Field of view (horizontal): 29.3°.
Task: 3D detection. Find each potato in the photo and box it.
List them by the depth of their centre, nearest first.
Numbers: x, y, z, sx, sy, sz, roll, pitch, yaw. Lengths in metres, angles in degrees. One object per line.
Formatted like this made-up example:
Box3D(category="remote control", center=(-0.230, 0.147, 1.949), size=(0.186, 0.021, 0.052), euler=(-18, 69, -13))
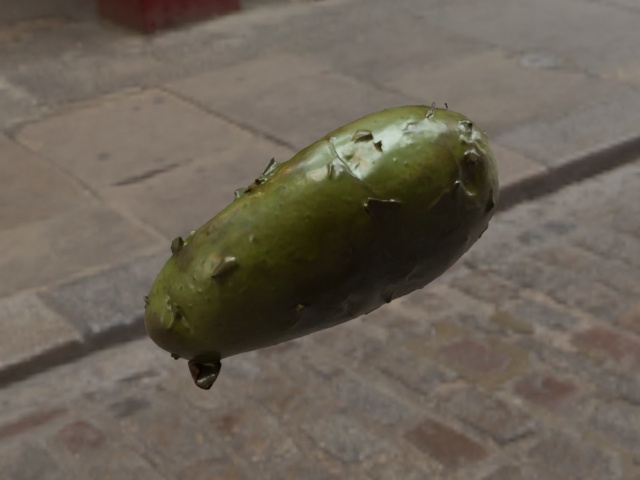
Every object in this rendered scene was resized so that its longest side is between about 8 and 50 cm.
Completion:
Box3D(category="potato", center=(0.000, 0.000, 0.699), size=(0.226, 0.117, 0.090), euler=(-31, 40, 2))
